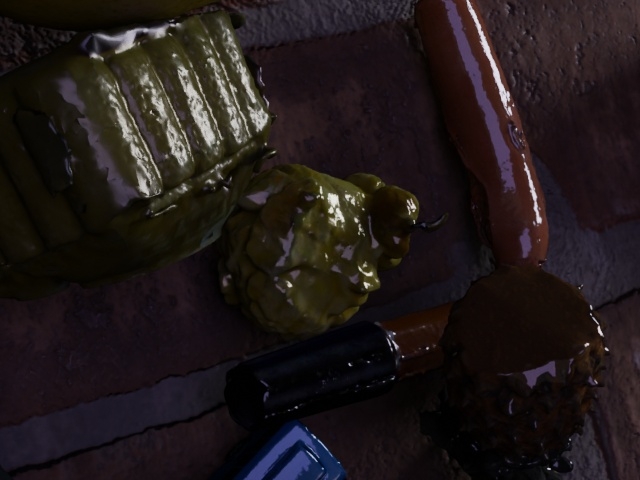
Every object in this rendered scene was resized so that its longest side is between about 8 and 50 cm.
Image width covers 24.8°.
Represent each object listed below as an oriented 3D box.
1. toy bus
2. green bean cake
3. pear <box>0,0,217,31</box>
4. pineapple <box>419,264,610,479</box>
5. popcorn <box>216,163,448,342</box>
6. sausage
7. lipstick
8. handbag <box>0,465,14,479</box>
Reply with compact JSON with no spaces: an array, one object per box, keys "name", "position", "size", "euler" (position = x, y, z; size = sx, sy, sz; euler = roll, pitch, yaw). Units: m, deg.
[{"name":"toy bus","position":[-0.064,0.253,1.394],"size":[0.090,0.106,0.185],"euler":[47,70,-8]},{"name":"green bean cake","position":[-0.203,-0.060,1.319],"size":[0.310,0.285,0.202],"euler":[-29,95,-53]},{"name":"pear","position":[-0.215,-0.361,1.269],"size":[0.418,0.362,0.362],"euler":[8,81,-11]},{"name":"pineapple","position":[0.179,0.178,1.402],"size":[0.165,0.364,0.165],"euler":[0,53,0]},{"name":"popcorn","position":[0.001,0.010,1.422],"size":[0.195,0.173,0.168],"euler":[-2,71,-27]},{"name":"sausage","position":[0.174,-0.116,1.543],"size":[0.087,0.079,0.327],"euler":[-14,86,-61]},{"name":"lipstick","position":[0.092,0.105,1.453],"size":[0.418,0.077,0.077],"euler":[-13,89,-35]},{"name":"handbag","position":[-0.287,0.306,1.237],"size":[0.079,0.247,0.260],"euler":[-35,98,19]}]
